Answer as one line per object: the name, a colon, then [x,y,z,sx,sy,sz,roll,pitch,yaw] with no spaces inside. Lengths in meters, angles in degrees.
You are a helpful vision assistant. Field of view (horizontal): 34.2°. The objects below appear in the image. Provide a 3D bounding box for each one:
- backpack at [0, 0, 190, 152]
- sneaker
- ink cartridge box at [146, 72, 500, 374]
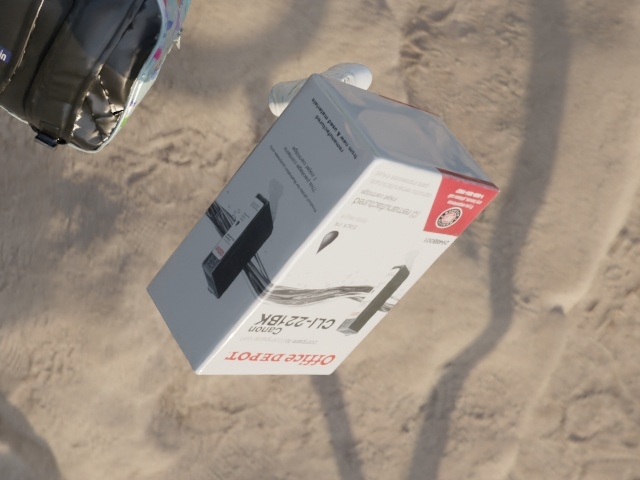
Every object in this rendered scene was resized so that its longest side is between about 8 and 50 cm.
backpack: [-0.246,-0.242,1.041,0.225,0.191,0.253,30,138,-10]
sneaker: [0.012,-0.182,1.273,0.152,0.061,0.054,-24,107,-34]
ink cartridge box: [0.000,0.000,0.967,0.197,0.114,0.273,9,130,-50]
